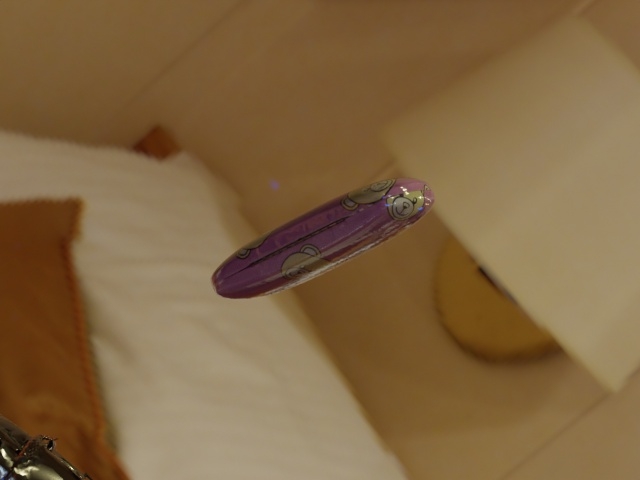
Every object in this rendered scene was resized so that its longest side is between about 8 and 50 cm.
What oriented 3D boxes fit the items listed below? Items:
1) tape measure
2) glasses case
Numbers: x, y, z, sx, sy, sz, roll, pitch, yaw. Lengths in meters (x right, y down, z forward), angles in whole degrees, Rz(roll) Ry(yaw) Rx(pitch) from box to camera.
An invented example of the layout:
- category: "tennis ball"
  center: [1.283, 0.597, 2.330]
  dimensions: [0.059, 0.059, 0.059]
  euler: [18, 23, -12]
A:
- category: "tape measure"
  center: [-0.287, 0.263, 1.730]
  dimensions: [0.202, 0.135, 0.223]
  euler: [42, -10, -6]
- category: "glasses case"
  center: [0.000, 0.000, 2.196]
  dimensions: [0.123, 0.316, 0.075]
  euler: [-5, 71, -59]
